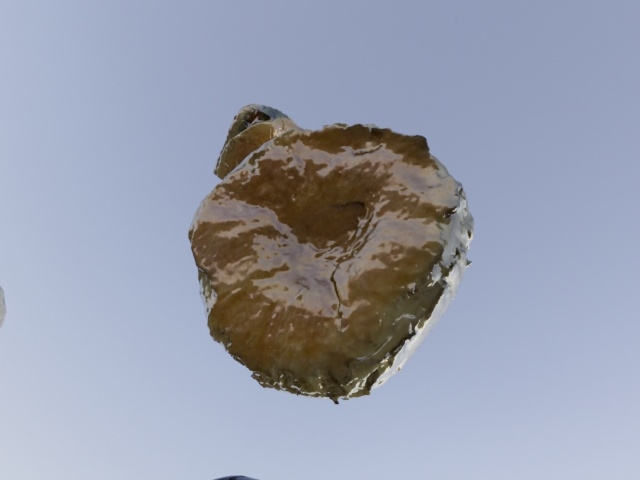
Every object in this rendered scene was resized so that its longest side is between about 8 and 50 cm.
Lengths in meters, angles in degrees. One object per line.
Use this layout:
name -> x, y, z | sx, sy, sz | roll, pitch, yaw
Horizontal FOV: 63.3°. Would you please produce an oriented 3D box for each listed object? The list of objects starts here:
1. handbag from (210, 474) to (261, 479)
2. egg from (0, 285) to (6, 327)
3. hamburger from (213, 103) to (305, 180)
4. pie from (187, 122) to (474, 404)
handbag -> -0.131, 0.366, 0.485 | 0.093, 0.308, 0.254 | 18, -40, 47
egg -> -0.757, 0.137, 1.056 | 0.245, 0.203, 0.203 | 11, -52, 53
hamburger -> -0.154, -0.292, 1.512 | 0.162, 0.330, 0.209 | 35, -49, 37
pie -> 0.000, 0.000, 0.575 | 0.339, 0.340, 0.083 | 6, -25, 25
